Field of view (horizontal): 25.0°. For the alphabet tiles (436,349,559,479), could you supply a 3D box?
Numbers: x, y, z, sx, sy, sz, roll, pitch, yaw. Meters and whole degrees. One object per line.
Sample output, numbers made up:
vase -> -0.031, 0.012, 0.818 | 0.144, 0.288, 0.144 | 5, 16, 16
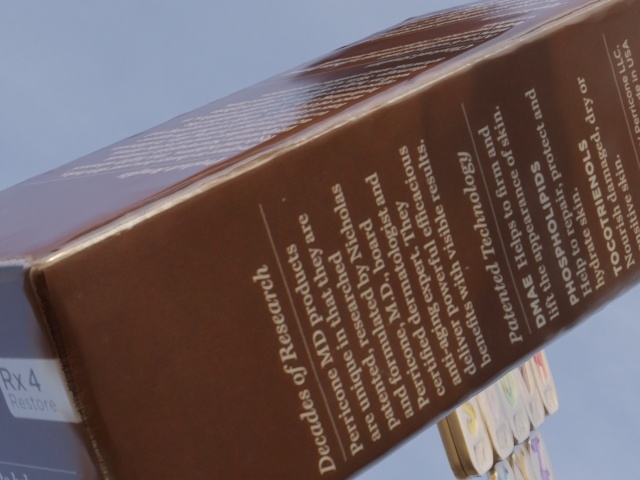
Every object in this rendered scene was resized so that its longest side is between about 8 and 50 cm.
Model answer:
alphabet tiles -> 0.121, 0.080, 1.042 | 0.021, 0.284, 0.277 | -18, -93, 20

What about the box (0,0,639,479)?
box -> 0.000, 0.000, 0.642 | 0.381, 0.191, 0.143 | -26, -76, -38
